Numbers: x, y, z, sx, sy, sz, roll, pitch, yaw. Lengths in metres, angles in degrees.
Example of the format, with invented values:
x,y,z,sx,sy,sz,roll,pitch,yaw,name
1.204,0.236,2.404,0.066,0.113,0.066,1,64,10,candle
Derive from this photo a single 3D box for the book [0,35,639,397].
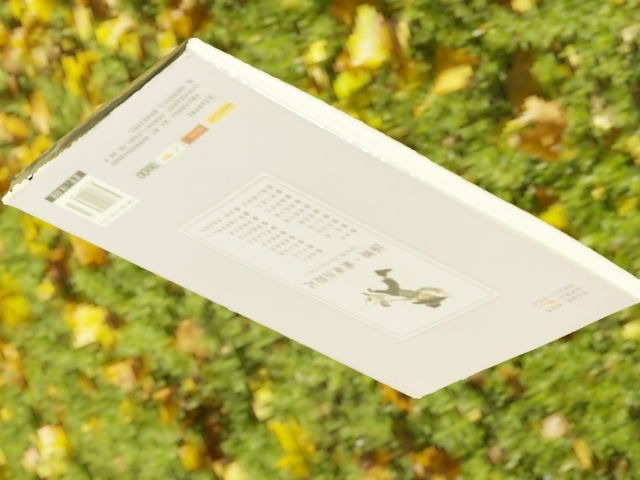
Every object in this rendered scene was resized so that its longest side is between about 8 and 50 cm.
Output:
x,y,z,sx,sy,sz,roll,pitch,yaw,name
0.000,0.000,0.545,0.127,0.181,0.014,-30,40,50,book
